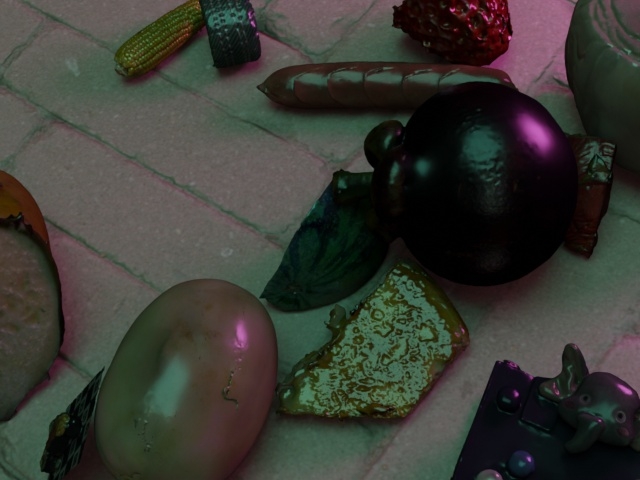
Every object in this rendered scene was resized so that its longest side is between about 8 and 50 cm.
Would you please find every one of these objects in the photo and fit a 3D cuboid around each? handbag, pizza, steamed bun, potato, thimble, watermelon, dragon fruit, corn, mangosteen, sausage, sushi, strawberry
[{"bbox_3d":[0.347,0.285,1.449,0.326,0.118,0.269,16,61,15],"label":"handbag"},{"bbox_3d":[0.071,0.169,1.588,0.297,0.071,0.189,-42,73,-14],"label":"pizza"},{"bbox_3d":[0.527,-0.219,1.653,0.384,0.247,0.236,24,58,17],"label":"steamed bun"},{"bbox_3d":[-0.552,0.079,1.681,0.296,0.290,0.397,41,110,57],"label":"potato"},{"bbox_3d":[-0.156,-0.368,1.933,0.090,0.118,0.135,-14,67,-4],"label":"thimble"},{"bbox_3d":[0.013,-0.001,1.658,0.128,0.146,0.231,27,63,22],"label":"watermelon"},{"bbox_3d":[0.370,-0.071,1.667,0.127,0.120,0.161,8,63,20],"label":"dragon fruit"},{"bbox_3d":[-0.279,-0.355,1.977,0.206,0.067,0.067,-40,61,-19],"label":"corn"},{"bbox_3d":[0.207,-0.082,1.575,0.314,0.297,0.296,9,45,-40],"label":"mangosteen"},{"bbox_3d":[0.109,-0.253,1.845,0.433,0.088,0.087,3,58,10],"label":"sausage"},{"bbox_3d":[-0.350,0.257,1.525,0.031,0.201,0.139,21,57,-19],"label":"sushi"},{"bbox_3d":[0.247,-0.379,1.849,0.234,0.234,0.178,-36,83,-14],"label":"strawberry"}]

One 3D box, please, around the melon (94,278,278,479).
[{"bbox_3d":[-0.178,0.203,1.515,0.223,0.223,0.316,13,60,16],"label":"melon"}]
